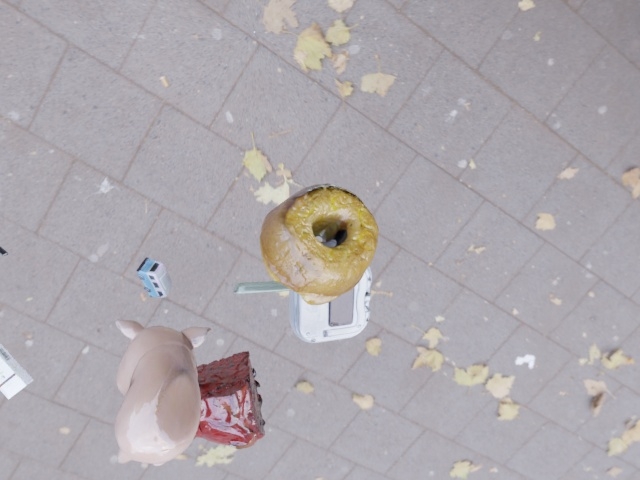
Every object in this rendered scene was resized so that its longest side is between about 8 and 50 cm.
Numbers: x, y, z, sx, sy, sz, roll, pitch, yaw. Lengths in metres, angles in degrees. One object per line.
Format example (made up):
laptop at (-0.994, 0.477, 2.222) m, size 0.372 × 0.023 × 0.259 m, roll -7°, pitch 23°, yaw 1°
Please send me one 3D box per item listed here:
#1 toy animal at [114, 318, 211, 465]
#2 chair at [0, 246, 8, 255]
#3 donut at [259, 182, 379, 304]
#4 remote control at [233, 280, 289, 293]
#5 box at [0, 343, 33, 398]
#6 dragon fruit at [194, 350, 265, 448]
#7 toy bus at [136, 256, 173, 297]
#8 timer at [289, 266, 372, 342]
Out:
toy animal at (-0.290, 0.263, 0.942) m, size 0.166 × 0.250 × 0.154 m, roll 24°, pitch 129°, yaw -37°
chair at (-0.948, -0.048, 1.346) m, size 0.172 × 0.247 × 0.159 m, roll -29°, pitch 144°, yaw -21°
donut at (0.000, 0.000, 1.317) m, size 0.299 × 0.317 × 0.150 m, roll 23°, pitch 141°, yaw -18°
remote control at (-0.135, 0.153, 1.767) m, size 0.309 × 0.090 × 0.038 m, roll -2°, pitch 85°, yaw -15°
box at (-0.909, 0.371, 1.515) m, size 0.084 × 0.040 × 0.154 m, roll -36°, pitch 98°, yaw 13°
dragon fruit at (-0.309, 0.481, 1.383) m, size 0.329 × 0.228 × 0.286 m, roll -10°, pitch 109°, yaw -9°
toy bus at (-0.475, 0.113, 1.538) m, size 0.075 × 0.060 × 0.123 m, roll 10°, pitch 138°, yaw 17°
timer at (0.031, 0.164, 1.494) m, size 0.237 × 0.087 × 0.262 m, roll -5°, pitch 109°, yaw -16°
